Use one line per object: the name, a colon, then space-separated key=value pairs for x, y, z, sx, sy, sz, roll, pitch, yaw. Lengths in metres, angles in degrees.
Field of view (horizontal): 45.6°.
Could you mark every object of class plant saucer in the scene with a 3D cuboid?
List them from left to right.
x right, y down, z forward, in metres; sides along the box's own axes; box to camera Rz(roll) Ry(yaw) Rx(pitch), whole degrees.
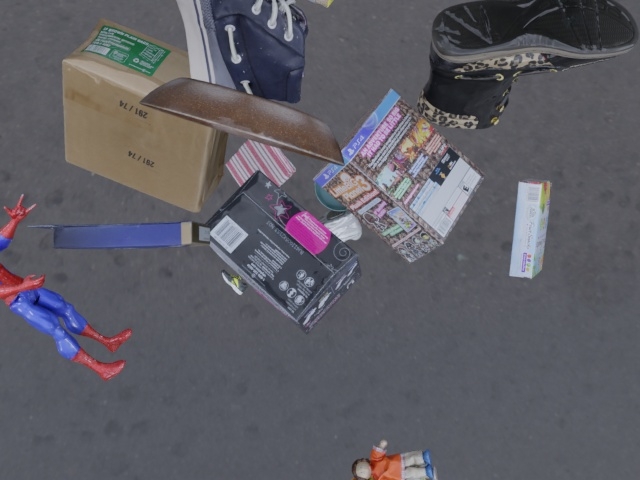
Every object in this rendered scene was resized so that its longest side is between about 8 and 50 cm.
plant saucer: x=-0.067 y=-0.114 z=0.713 sx=0.198 sy=0.198 sz=0.036 roll=15 pitch=95 yaw=-13
plant saucer: x=0.044 y=-0.128 z=1.830 sx=0.119 sy=0.021 sz=0.120 roll=1 pitch=84 yaw=-5

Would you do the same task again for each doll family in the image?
doll family: x=0.126 y=0.475 z=1.301 sx=0.163 sy=0.118 sz=0.263 roll=-11 pitch=73 yaw=12

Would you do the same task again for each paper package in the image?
paper package: x=-0.357 y=-0.258 z=1.610 sx=0.324 sy=0.168 sz=0.310 roll=22 pitch=139 yaw=1

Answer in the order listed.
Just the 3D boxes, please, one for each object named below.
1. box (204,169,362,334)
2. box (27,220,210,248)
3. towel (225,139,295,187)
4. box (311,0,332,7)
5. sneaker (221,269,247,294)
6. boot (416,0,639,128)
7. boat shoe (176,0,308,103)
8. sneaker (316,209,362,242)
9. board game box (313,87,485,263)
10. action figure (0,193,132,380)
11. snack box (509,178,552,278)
box: x=-0.068 y=0.025 z=1.379 sx=0.247 sy=0.142 sz=0.163 roll=41 pitch=82 yaw=17
box: x=-0.278 y=-0.006 z=1.074 sx=0.225 sy=0.136 sz=0.037 roll=0 pitch=89 yaw=3
towel: x=-0.153 y=-0.185 z=1.937 sx=0.144 sy=0.029 sz=0.197 roll=56 pitch=136 yaw=4
box: x=-0.001 y=-0.349 z=0.741 sx=0.087 sy=0.058 sz=0.232 roll=24 pitch=143 yaw=9
sneaker: x=-0.217 y=0.099 z=1.924 sx=0.035 sy=0.031 sz=0.083 roll=-40 pitch=117 yaw=1
boot: x=0.370 y=-0.331 z=1.447 sx=0.377 sy=0.284 sz=0.138 roll=-8 pitch=71 yaw=-7
boat shoe: x=-0.093 y=-0.310 z=0.962 sx=0.158 sy=0.127 sz=0.341 roll=4 pitch=148 yaw=2
sneaker: x=0.000 y=0.000 z=1.915 sx=0.232 sy=0.090 sz=0.115 roll=-20 pitch=118 yaw=19
board game box: x=0.175 y=-0.139 z=1.673 sx=0.291 sy=0.141 sz=0.232 roll=41 pitch=57 yaw=-7
action figure: x=-0.345 y=0.058 z=0.961 sx=0.280 sy=0.092 sz=0.139 roll=36 pitch=118 yaw=-28
snack box: x=0.316 y=-0.020 z=1.142 sx=0.037 sy=0.100 sz=0.141 roll=8 pitch=99 yaw=25
